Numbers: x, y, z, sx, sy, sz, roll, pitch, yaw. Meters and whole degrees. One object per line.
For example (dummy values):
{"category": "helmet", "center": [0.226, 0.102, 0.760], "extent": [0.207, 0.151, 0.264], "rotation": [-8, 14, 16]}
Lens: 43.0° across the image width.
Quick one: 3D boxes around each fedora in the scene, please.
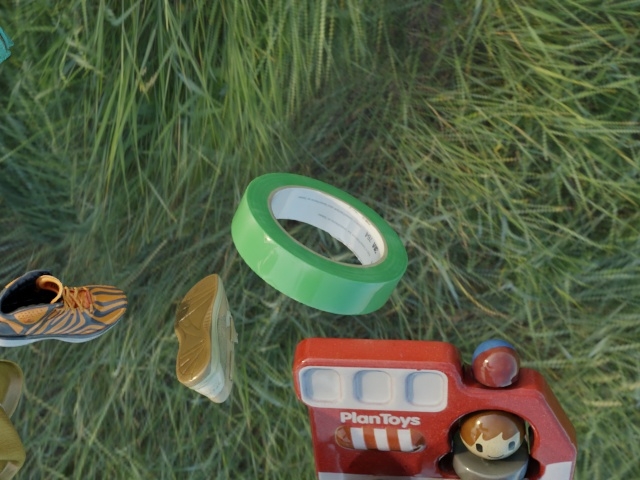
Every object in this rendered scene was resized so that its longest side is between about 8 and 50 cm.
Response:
{"category": "fedora", "center": [-0.322, 0.193, 0.722], "extent": [0.079, 0.194, 0.194], "rotation": [40, 105, 14]}

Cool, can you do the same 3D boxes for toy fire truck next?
{"category": "toy fire truck", "center": [0.128, 0.211, 0.894], "extent": [0.301, 0.169, 0.254], "rotation": [1, 128, 10]}

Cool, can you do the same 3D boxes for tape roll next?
{"category": "tape roll", "center": [0.000, 0.000, 1.471], "extent": [0.321, 0.321, 0.077], "rotation": [17, 119, -19]}

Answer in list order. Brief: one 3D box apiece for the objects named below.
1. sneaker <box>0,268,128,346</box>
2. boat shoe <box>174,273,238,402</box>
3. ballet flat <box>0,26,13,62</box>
{"category": "sneaker", "center": [-0.546, 0.138, 1.749], "extent": [0.321, 0.125, 0.180], "rotation": [-13, 157, -39]}
{"category": "boat shoe", "center": [-0.244, 0.212, 1.788], "extent": [0.121, 0.341, 0.110], "rotation": [-30, 123, 19]}
{"category": "ballet flat", "center": [-0.449, -0.253, 1.046], "extent": [0.087, 0.247, 0.083], "rotation": [-42, 106, -7]}
